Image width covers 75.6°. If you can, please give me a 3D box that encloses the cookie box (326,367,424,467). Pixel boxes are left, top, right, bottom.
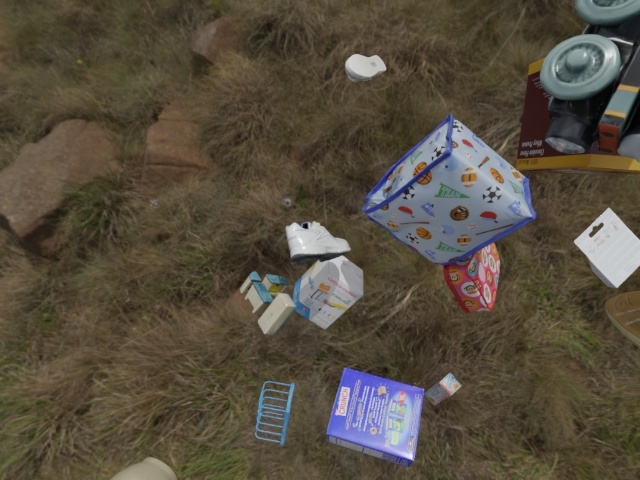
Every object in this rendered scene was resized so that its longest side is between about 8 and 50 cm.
[{"bbox_3d":[0.071,0.224,0.530,0.107,0.040,0.091,13,50,12],"label":"cookie box"}]

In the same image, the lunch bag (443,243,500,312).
[{"bbox_3d":[0.544,0.101,1.439,0.120,0.258,0.293,-16,30,41],"label":"lunch bag"}]

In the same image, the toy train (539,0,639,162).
[{"bbox_3d":[0.390,-0.244,0.457,0.190,0.142,0.333,28,96,35],"label":"toy train"}]

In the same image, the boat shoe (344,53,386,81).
[{"bbox_3d":[0.104,-0.437,1.062,0.063,0.184,0.066,-30,100,40],"label":"boat shoe"}]

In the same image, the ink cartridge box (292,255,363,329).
[{"bbox_3d":[0.029,0.186,1.597,0.171,0.168,0.232,35,117,-16],"label":"ink cartridge box"}]

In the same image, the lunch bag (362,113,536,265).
[{"bbox_3d":[0.355,-0.116,1.222,0.328,0.385,0.238,34,45,-12],"label":"lunch bag"}]

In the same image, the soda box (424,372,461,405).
[{"bbox_3d":[0.443,0.544,1.504,0.063,0.183,0.058,-31,67,-23],"label":"soda box"}]

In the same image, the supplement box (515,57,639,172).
[{"bbox_3d":[0.448,-0.210,0.686,0.129,0.191,0.194,3,98,-7],"label":"supplement box"}]

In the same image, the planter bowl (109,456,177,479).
[{"bbox_3d":[-0.388,0.558,0.911,0.162,0.161,0.109,11,29,19],"label":"planter bowl"}]

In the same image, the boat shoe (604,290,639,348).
[{"bbox_3d":[0.575,0.188,0.626,0.122,0.341,0.110,-21,109,5],"label":"boat shoe"}]

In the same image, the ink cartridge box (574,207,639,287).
[{"bbox_3d":[1.058,0.028,1.514,0.189,0.066,0.232,-44,86,-2],"label":"ink cartridge box"}]

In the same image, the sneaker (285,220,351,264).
[{"bbox_3d":[0.000,0.000,1.299,0.111,0.297,0.129,-25,77,27],"label":"sneaker"}]

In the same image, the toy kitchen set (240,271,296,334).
[{"bbox_3d":[-0.128,0.176,1.291,0.122,0.166,0.207,-52,53,19],"label":"toy kitchen set"}]

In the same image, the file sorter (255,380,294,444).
[{"bbox_3d":[-0.156,0.579,1.396,0.105,0.170,0.118,10,29,1],"label":"file sorter"}]
